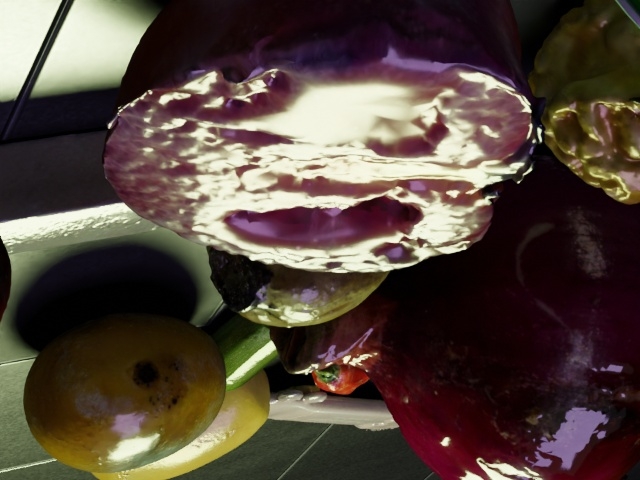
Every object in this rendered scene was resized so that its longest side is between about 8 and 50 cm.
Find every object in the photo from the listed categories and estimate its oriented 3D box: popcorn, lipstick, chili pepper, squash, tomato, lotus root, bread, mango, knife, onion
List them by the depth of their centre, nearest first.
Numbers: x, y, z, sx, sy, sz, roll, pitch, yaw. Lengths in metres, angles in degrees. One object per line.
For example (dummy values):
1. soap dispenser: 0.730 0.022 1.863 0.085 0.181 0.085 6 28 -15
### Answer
1. tomato: -0.001 -0.118 1.307 0.290 0.176 0.335 3 156 -5
2. lipstick: -0.183 -0.041 1.461 0.317 0.068 0.066 -10 157 -28
3. popcorn: 0.255 -0.120 1.556 0.180 0.180 0.170 -33 -170 29
4. lotus root: 0.000 0.000 1.652 0.214 0.138 0.138 -24 163 -27
5. onion: 0.143 0.086 1.758 0.385 0.347 0.347 1 154 -17
6. mango: -0.184 0.151 1.845 0.193 0.146 0.316 -17 170 0
7. squash: -0.053 0.087 1.922 0.066 0.066 0.229 0 151 -44
8. bread: -0.155 0.202 2.067 0.217 0.098 0.147 -22 163 7
9. chili pepper: 0.026 0.150 2.174 0.059 0.050 0.191 -44 162 13
10. knife: 0.013 0.201 2.304 0.132 0.038 0.399 -13 166 29

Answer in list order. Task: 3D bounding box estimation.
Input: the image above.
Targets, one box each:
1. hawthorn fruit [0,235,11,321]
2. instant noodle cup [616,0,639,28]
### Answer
1. hawthorn fruit: -0.353 0.022 1.188 0.300 0.254 0.254 -24 161 -16
2. instant noodle cup: 0.324 -0.237 1.294 0.233 0.207 0.207 -42 152 29
